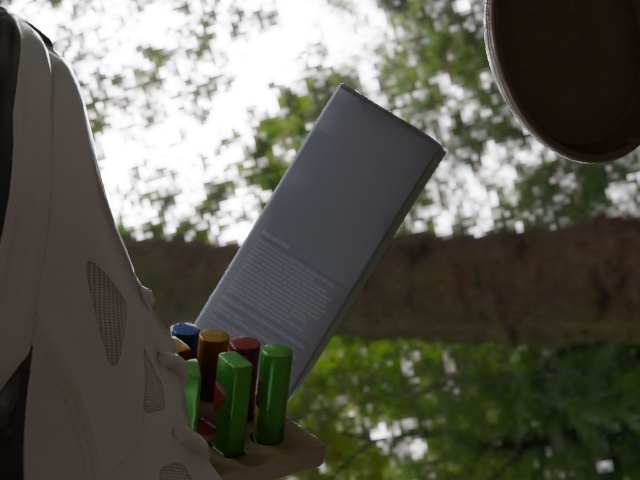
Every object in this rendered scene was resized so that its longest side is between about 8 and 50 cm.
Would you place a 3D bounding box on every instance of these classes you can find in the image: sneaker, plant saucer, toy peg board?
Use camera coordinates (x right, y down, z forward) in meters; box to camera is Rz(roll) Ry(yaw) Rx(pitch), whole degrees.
[{"bbox_3d":[-0.088,0.126,0.633,0.257,0.169,0.448,24,-131,-38],"label":"sneaker"},{"bbox_3d":[0.272,-0.218,1.605,0.277,0.041,0.278,3,-95,-37],"label":"plant saucer"},{"bbox_3d":[-0.103,0.096,0.989,0.161,0.160,0.079,-9,-64,-38],"label":"toy peg board"}]

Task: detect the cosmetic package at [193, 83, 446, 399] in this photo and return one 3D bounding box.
[{"bbox_3d":[0.000,0.000,1.209,0.107,0.238,0.127,35,-173,4],"label":"cosmetic package"}]
